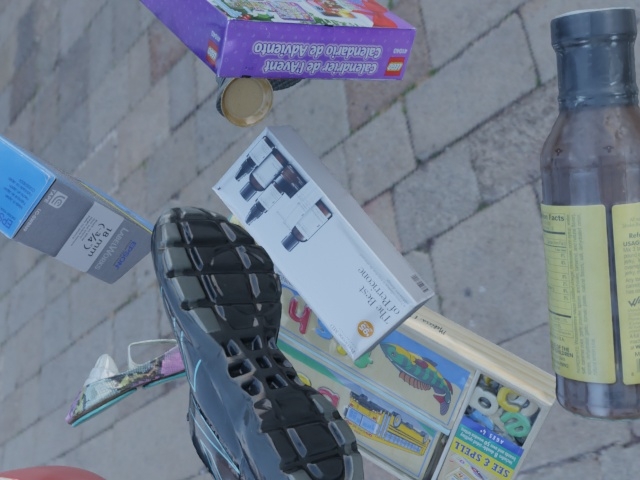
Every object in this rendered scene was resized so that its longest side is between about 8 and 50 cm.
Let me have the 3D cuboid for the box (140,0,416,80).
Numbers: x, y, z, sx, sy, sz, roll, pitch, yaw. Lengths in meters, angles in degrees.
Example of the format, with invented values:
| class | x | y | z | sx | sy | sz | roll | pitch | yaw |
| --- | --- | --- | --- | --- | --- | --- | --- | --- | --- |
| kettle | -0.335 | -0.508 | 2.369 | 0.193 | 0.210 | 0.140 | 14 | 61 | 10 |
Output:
| class | x | y | z | sx | sy | sz | roll | pitch | yaw |
| --- | --- | --- | --- | --- | --- | --- | --- | --- | --- |
| box | -0.070 | -0.243 | 0.876 | 0.293 | 0.201 | 0.057 | 48 | 133 | 43 |

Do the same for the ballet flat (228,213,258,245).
| class | x | y | z | sx | sy | sz | roll | pitch | yaw |
| --- | --- | --- | --- | --- | --- | --- | --- | --- | --- |
| ballet flat | -0.045 | -0.007 | 1.774 | 0.123 | 0.348 | 0.123 | -6 | 78 | 32 |

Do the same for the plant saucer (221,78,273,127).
| class | x | y | z | sx | sy | sz | roll | pitch | yaw |
| --- | --- | --- | --- | --- | --- | --- | --- | --- | --- |
| plant saucer | -0.110 | -0.208 | 1.293 | 0.015 | 0.083 | 0.083 | 44 | 113 | 51 |

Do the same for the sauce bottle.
| class | x | y | z | sx | sy | sz | roll | pitch | yaw |
| --- | --- | --- | --- | --- | --- | --- | --- | --- | --- |
| sauce bottle | 0.249 | -0.023 | 0.764 | 0.111 | 0.111 | 0.344 | 5 | 102 | 53 |

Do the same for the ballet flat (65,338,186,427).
| class | x | y | z | sx | sy | sz | roll | pitch | yaw |
| --- | --- | --- | --- | --- | --- | --- | --- | --- | --- |
| ballet flat | -0.269 | 0.189 | 1.257 | 0.079 | 0.221 | 0.077 | 65 | 150 | 7 |

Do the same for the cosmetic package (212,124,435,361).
| class | x | y | z | sx | sy | sz | roll | pitch | yaw |
| --- | --- | --- | --- | --- | --- | --- | --- | --- | --- |
| cosmetic package | 0.000 | 0.000 | 0.915 | 0.239 | 0.060 | 0.099 | 50 | 116 | 11 |

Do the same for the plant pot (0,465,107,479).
| class | x | y | z | sx | sy | sz | roll | pitch | yaw |
| --- | --- | --- | --- | --- | --- | --- | --- | --- | --- |
| plant pot | -0.352 | 0.387 | 1.023 | 0.243 | 0.275 | 0.275 | 94 | 174 | -69 |

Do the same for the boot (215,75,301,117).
| class | x | y | z | sx | sy | sz | roll | pitch | yaw |
| --- | --- | --- | --- | --- | --- | --- | --- | --- | --- |
| boot | -0.123 | -0.367 | 1.832 | 0.246 | 0.083 | 0.161 | -28 | 38 | 18 |

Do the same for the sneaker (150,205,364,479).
| class | x | y | z | sx | sy | sz | roll | pitch | yaw |
| --- | --- | --- | --- | --- | --- | --- | --- | --- | --- |
| sneaker | -0.071 | 0.095 | 0.636 | 0.106 | 0.101 | 0.267 | -49 | 55 | 37 |

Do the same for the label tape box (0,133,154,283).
| class | x | y | z | sx | sy | sz | roll | pitch | yaw |
| --- | --- | --- | --- | --- | --- | --- | --- | --- | --- |
| label tape box | -0.389 | -0.044 | 1.316 | 0.240 | 0.333 | 0.106 | 32 | 87 | 29 |

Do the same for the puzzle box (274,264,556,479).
| class | x | y | z | sx | sy | sz | roll | pitch | yaw |
| --- | --- | --- | --- | --- | --- | --- | --- | --- | --- |
| puzzle box | 0.088 | 0.192 | 1.180 | 0.409 | 0.052 | 0.272 | 28 | 132 | 19 |
